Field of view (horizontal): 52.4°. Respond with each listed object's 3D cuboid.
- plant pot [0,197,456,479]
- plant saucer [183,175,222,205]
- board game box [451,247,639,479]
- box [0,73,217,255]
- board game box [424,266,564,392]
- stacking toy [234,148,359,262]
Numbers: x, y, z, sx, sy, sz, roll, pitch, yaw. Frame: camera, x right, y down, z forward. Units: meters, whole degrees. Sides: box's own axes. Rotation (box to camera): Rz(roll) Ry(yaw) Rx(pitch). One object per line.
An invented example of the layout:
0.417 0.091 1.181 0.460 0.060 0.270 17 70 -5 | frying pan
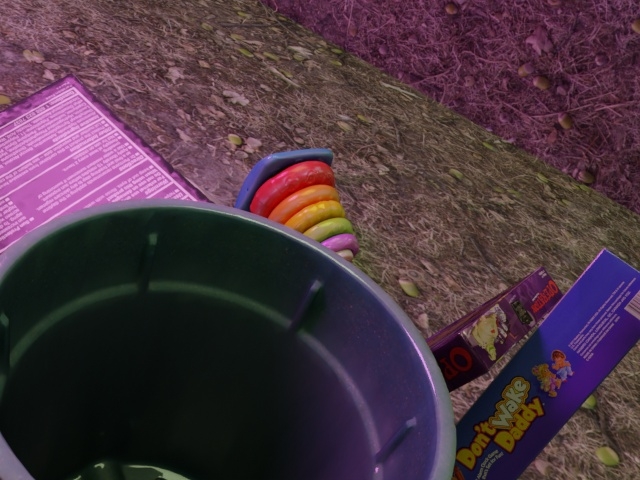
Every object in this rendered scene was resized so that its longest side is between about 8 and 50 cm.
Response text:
-0.121 0.197 0.542 0.341 0.334 0.341 18 34 -13 | plant pot
-0.274 -0.024 0.972 0.400 0.100 0.400 17 34 -12 | plant saucer
0.240 0.179 0.741 0.078 0.347 0.233 40 8 22 | board game box
-0.296 0.019 0.726 0.296 0.182 0.294 -39 64 -23 | box
0.093 0.159 0.737 0.056 0.347 0.208 53 40 7 | board game box
0.000 0.000 1.100 0.166 0.175 0.302 -11 59 -40 | stacking toy
